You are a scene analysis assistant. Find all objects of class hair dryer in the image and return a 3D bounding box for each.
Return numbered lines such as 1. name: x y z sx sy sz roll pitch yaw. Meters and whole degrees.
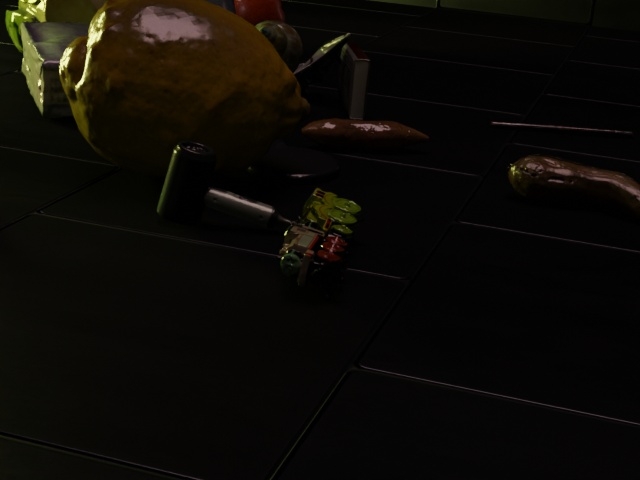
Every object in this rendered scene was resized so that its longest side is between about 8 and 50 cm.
1. hair dryer: -0.104 -0.050 1.416 0.198 0.100 0.057 20 20 -1

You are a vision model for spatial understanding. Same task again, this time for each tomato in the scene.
1. tomato: -0.202 -0.523 2.565 0.232 0.188 0.232 2 18 -1

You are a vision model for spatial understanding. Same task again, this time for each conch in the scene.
1. conch: -0.095 -0.357 2.095 0.106 0.116 0.173 -28 18 -28

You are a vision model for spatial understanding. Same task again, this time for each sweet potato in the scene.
1. sweet potato: 0.074 -0.176 1.847 0.218 0.051 0.065 1 16 -12
2. sweet potato: 0.389 -0.076 1.624 0.233 0.062 0.081 15 37 18

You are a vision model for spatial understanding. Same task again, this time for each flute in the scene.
1. flute: 0.454 -0.208 2.079 0.270 0.014 0.014 4 19 0

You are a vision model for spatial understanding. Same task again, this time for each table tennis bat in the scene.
1. table tennis bat: -0.056 -0.134 1.735 0.150 0.027 0.236 -1 21 -16

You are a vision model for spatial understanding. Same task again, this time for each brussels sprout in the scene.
1. brussels sprout: -0.539 -0.502 2.323 0.227 0.259 0.294 4 18 -20

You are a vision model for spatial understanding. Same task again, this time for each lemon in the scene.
1. lemon: -0.199 -0.212 1.579 0.316 0.285 0.285 30 1 -39

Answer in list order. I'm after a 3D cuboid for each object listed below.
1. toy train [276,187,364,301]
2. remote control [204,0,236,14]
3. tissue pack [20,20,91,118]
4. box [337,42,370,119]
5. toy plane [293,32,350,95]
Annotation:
1. toy train: 0.000 0.000 1.310 0.085 0.053 0.249 19 20 1
2. remote control: -0.186 -0.315 1.904 0.107 0.044 0.377 -1 53 -12
3. tissue pack: -0.334 -0.316 2.035 0.394 0.124 0.288 -3 25 -21
4. box: 0.062 -0.306 2.113 0.036 0.115 0.177 2 19 -7
5. toy plane: -0.014 -0.335 2.169 0.234 0.082 0.160 -14 12 44
